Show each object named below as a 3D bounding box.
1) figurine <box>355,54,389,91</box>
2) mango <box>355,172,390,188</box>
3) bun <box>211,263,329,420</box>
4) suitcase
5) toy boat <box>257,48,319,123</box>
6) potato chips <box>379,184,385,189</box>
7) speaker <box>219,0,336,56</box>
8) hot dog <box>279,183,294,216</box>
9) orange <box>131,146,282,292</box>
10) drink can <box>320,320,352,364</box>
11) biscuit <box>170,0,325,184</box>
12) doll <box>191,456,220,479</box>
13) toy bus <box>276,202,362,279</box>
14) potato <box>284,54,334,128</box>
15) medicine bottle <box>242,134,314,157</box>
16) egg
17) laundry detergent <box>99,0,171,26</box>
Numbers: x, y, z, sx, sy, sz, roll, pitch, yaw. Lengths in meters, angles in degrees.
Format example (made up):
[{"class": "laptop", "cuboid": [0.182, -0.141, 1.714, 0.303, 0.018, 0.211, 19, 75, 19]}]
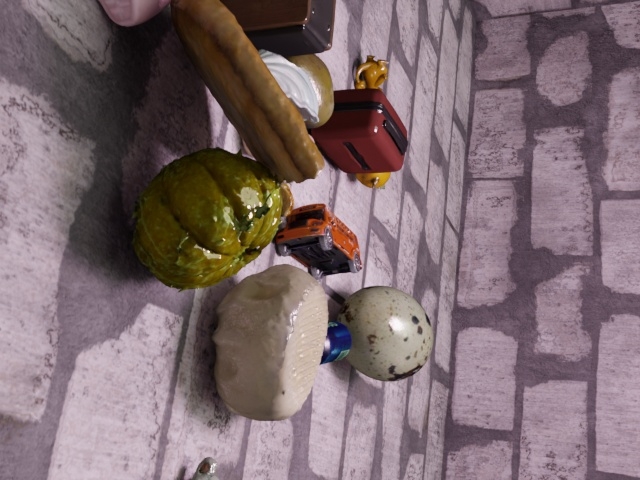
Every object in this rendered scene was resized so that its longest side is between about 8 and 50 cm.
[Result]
[{"class": "figurine", "cuboid": [0.164, -0.526, 2.518, 0.122, 0.121, 0.176, -29, 131, -32]}, {"class": "mango", "cuboid": [0.168, -0.297, 2.448, 0.176, 0.119, 0.316, 83, 6, -61]}, {"class": "bun", "cuboid": [-0.122, 0.226, 1.685, 0.360, 0.211, 0.359, 11, 90, -71]}, {"class": "suitcase", "cuboid": [0.119, -0.317, 2.203, 0.297, 0.236, 0.161, 42, 53, -59]}, {"class": "toy boat", "cuboid": [-0.100, -0.361, 1.733, 0.290, 0.199, 0.100, 20, 90, -62]}, {"class": "potato chips", "cuboid": [0.231, -0.246, 2.723, 0.092, 0.028, 0.207, 61, 34, -45]}, {"class": "speaker", "cuboid": [-0.100, -0.528, 1.705, 0.153, 0.231, 0.192, 25, 66, -65]}, {"class": "hot dog", "cuboid": [-0.087, -0.107, 1.977, 0.030, 0.034, 0.090, -15, 104, -65]}, {"class": "orange", "cuboid": [-0.208, -0.047, 1.402, 0.223, 0.300, 0.301, 54, 10, 12]}, {"class": "drink can", "cuboid": [0.003, 0.286, 2.076, 0.205, 0.118, 0.118, 9, 82, -67]}, {"class": "biscuit", "cuboid": [-0.146, -0.289, 1.453, 0.446, 0.104, 0.429, 57, -6, -2]}, {"class": "doll", "cuboid": [-0.241, 0.556, 1.566, 0.103, 0.072, 0.214, -26, 121, -56]}, {"class": "toy bus", "cuboid": [0.000, 0.000, 2.054, 0.329, 0.143, 0.153, 38, 46, -60]}, {"class": "potato", "cuboid": [-0.050, -0.399, 1.919, 0.251, 0.159, 0.174, 39, 24, -52]}, {"class": "medicine bottle", "cuboid": [-0.093, -0.249, 1.867, 0.252, 0.114, 0.114, -5, 94, -68]}, {"class": "egg", "cuboid": [0.196, 0.283, 2.313, 0.379, 0.288, 0.287, 51, 44, -44]}, {"class": "laundry detergent", "cuboid": [-0.306, -0.528, 1.410, 0.335, 0.088, 0.159, -62, 148, -49]}]
